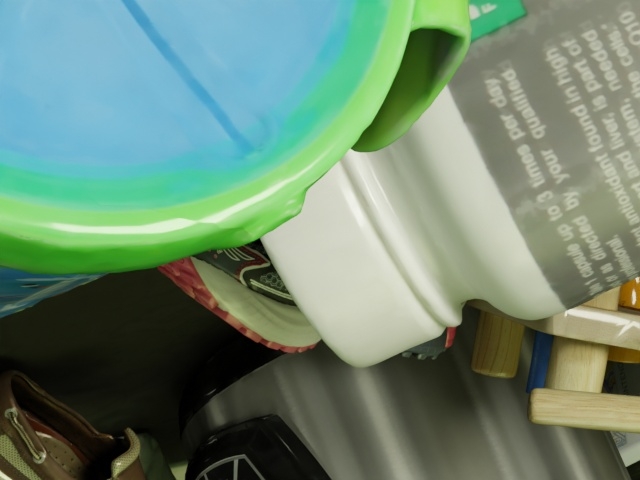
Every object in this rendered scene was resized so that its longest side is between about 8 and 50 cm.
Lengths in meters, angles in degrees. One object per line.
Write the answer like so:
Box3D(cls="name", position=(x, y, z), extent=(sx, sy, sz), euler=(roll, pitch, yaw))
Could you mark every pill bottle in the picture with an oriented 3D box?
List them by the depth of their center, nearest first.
Box3D(cls="pill bottle", position=(0.144, -0.084, 0.742), extent=(0.361, 0.204, 0.204), euler=(-26, 159, 11))

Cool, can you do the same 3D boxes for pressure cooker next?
Box3D(cls="pressure cooker", position=(0.103, 0.264, 1.263), extent=(0.375, 0.420, 0.370), euler=(-24, 161, 7))

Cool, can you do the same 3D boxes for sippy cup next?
Box3D(cls="sippy cup", position=(-0.119, -0.075, 0.514), extent=(0.224, 0.305, 0.240), euler=(-35, -158, 58))

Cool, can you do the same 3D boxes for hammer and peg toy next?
Box3D(cls="hammer and peg toy", position=(0.245, 0.063, 0.991), extent=(0.266, 0.127, 0.361), euler=(10, -179, -9))

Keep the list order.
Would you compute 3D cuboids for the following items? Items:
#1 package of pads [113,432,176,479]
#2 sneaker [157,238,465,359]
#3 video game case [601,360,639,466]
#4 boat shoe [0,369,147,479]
Box3D(cls="package of pads", position=(-0.187, 0.358, 1.388), extent=(0.229, 0.296, 0.101), euler=(-38, 165, 37))
Box3D(cls="sneaker", position=(0.000, 0.000, 0.973), extent=(0.299, 0.121, 0.112), euler=(6, 117, -50))
Box3D(cls="video game case", position=(0.233, 0.166, 1.476), extent=(0.227, 0.206, 0.026), euler=(-34, 126, 30))
Box3D(cls="boat shoe", position=(-0.171, 0.191, 1.131), extent=(0.095, 0.095, 0.257), euler=(-39, 119, 23))
